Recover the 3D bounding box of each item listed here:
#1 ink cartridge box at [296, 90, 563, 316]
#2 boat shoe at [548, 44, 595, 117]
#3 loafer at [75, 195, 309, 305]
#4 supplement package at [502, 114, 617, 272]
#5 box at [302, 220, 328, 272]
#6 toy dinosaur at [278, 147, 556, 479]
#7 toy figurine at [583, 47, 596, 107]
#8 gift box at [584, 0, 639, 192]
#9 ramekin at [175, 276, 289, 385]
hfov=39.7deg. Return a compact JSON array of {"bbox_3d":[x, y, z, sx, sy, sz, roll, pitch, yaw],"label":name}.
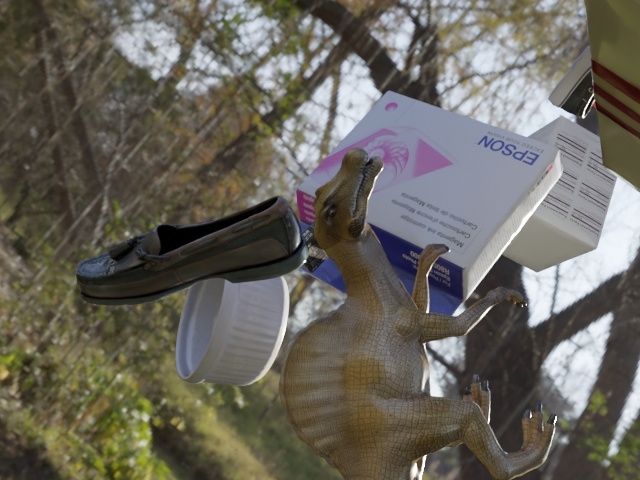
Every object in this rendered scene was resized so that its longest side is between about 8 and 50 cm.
[{"bbox_3d":[0.130,-0.057,1.310,0.324,0.330,0.071,26,-25,36],"label":"ink cartridge box"},{"bbox_3d":[0.403,-0.243,1.251,0.076,0.080,0.228,37,-29,3],"label":"boat shoe"},{"bbox_3d":[-0.150,0.004,0.984,0.096,0.267,0.084,-88,166,-57],"label":"loafer"},{"bbox_3d":[0.413,-0.079,1.611,0.149,0.203,0.194,27,-21,-11],"label":"supplement package"},{"bbox_3d":[0.000,0.000,1.264,0.018,0.083,0.067,41,-7,33],"label":"box"},{"bbox_3d":[0.029,0.063,0.314,0.092,0.183,0.053,3,-16,-23],"label":"toy dinosaur"},{"bbox_3d":[0.650,-0.280,1.514,0.191,0.362,0.217,54,13,-40],"label":"toy figurine"},{"bbox_3d":[0.358,-0.103,0.578,0.258,0.255,0.276,47,-2,38],"label":"gift box"},{"bbox_3d":[-0.129,0.118,1.315,0.109,0.207,0.207,18,-4,-21],"label":"ramekin"}]
